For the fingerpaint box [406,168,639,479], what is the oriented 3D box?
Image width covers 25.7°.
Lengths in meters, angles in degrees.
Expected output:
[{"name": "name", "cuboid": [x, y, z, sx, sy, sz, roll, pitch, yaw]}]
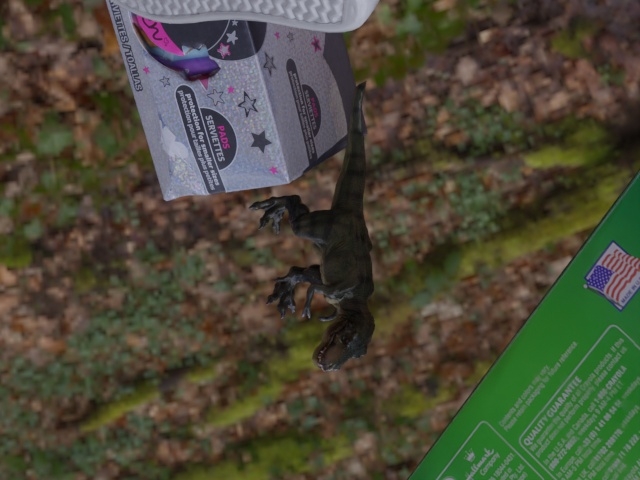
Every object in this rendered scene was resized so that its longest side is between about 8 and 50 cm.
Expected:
[{"name": "fingerpaint box", "cuboid": [0.264, 0.119, 1.077, 0.371, 0.163, 0.444, -10, 139, -53]}]

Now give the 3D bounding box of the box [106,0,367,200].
[{"name": "box", "cuboid": [-0.076, -0.179, 1.235, 0.142, 0.247, 0.163, -7, -164, 31]}]

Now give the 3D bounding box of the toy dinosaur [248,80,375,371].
[{"name": "toy dinosaur", "cuboid": [0.000, 0.000, 1.220, 0.118, 0.268, 0.064, -18, 149, 36]}]

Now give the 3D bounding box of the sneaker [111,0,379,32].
[{"name": "sneaker", "cuboid": [-0.043, -0.200, 0.790, 0.256, 0.151, 0.094, 17, 148, 32]}]
